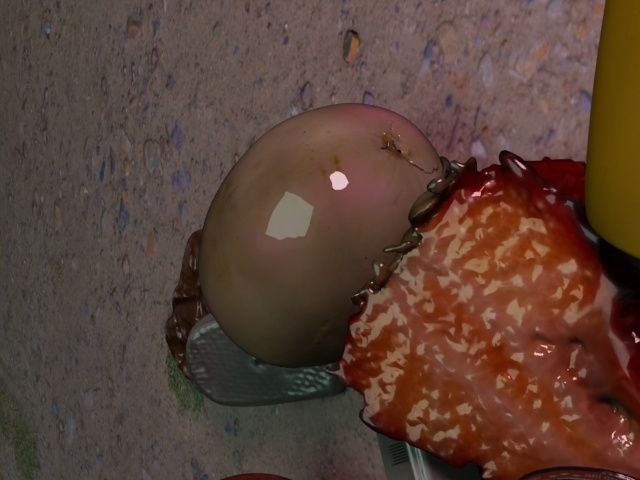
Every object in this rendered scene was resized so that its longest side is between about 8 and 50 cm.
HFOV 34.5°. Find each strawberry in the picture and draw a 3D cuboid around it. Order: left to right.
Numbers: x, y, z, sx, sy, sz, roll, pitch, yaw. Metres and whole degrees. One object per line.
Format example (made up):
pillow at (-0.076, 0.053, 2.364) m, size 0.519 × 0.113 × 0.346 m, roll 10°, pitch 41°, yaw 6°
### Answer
strawberry at (0.176, 0.058, 0.815) m, size 0.280 × 0.150 × 0.253 m, roll 23°, pitch 108°, yaw 21°

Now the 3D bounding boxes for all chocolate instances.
chocolate at (-0.138, 0.088, 1.376) m, size 0.148 × 0.093 × 0.214 m, roll 44°, pitch 130°, yaw 45°

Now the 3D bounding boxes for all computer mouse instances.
computer mouse at (-0.066, 0.134, 1.252) m, size 0.231 × 0.079 × 0.127 m, roll -8°, pitch 104°, yaw 31°

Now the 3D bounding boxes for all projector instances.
projector at (0.133, 0.203, 0.892) m, size 0.061 × 0.147 × 0.115 m, roll -36°, pitch 63°, yaw 53°

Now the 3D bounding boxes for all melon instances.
melon at (0.000, 0.000, 1.009) m, size 0.317 × 0.223 × 0.223 m, roll -55°, pitch 49°, yaw 49°

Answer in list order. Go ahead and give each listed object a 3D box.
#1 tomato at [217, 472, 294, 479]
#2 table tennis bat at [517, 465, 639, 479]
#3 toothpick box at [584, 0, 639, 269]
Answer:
tomato at (-0.073, 0.391, 1.161) m, size 0.265 × 0.265 × 0.264 m, roll 13°, pitch 105°, yaw 57°
table tennis bat at (0.233, 0.211, 0.721) m, size 0.220 × 0.019 × 0.130 m, roll -3°, pitch 125°, yaw 37°
toothpick box at (0.255, -0.111, 0.628) m, size 0.175 × 0.175 × 0.271 m, roll 39°, pitch 130°, yaw 50°
